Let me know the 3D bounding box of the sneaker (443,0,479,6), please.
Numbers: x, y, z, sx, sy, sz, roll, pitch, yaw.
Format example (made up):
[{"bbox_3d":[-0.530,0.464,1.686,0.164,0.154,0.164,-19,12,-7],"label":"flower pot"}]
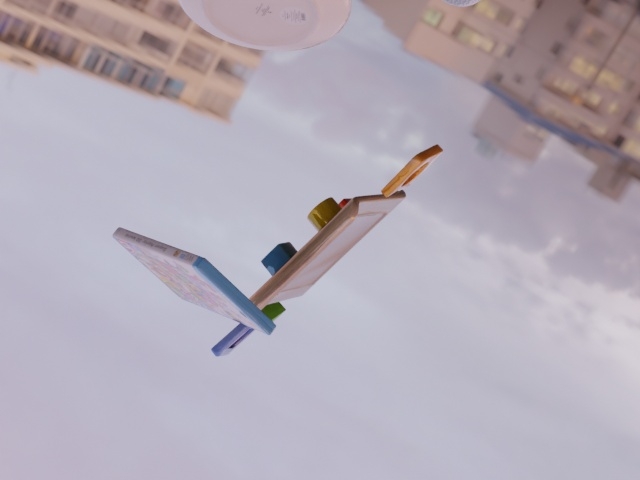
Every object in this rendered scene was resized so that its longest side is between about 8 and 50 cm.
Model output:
[{"bbox_3d":[0.057,-0.297,1.116,0.258,0.094,0.091,44,-124,3],"label":"sneaker"}]

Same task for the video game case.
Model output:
[{"bbox_3d":[-0.129,0.040,1.377,0.166,0.015,0.119,17,156,51],"label":"video game case"}]

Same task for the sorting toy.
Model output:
[{"bbox_3d":[0.000,0.000,1.534,0.047,0.348,0.196,49,-161,8],"label":"sorting toy"}]

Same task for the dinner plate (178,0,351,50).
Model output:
[{"bbox_3d":[-0.046,-0.186,1.073,0.141,0.141,0.017,22,-120,-28],"label":"dinner plate"}]
